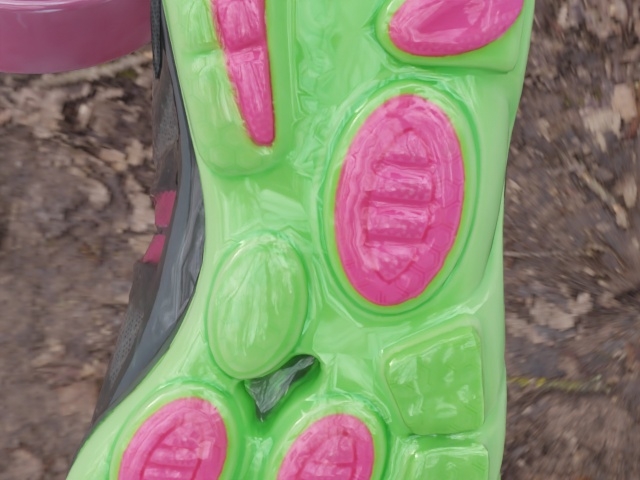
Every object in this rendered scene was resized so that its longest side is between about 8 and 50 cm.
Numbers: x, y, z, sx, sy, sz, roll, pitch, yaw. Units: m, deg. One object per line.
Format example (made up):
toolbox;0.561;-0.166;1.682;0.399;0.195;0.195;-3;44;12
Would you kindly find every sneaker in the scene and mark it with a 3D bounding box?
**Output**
sneaker;0.000;0.000;0.633;0.185;0.202;0.482;13;111;1

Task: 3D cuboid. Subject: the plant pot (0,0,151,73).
plant pot;-0.164;-0.225;0.837;0.201;0.180;0.201;5;47;-6
